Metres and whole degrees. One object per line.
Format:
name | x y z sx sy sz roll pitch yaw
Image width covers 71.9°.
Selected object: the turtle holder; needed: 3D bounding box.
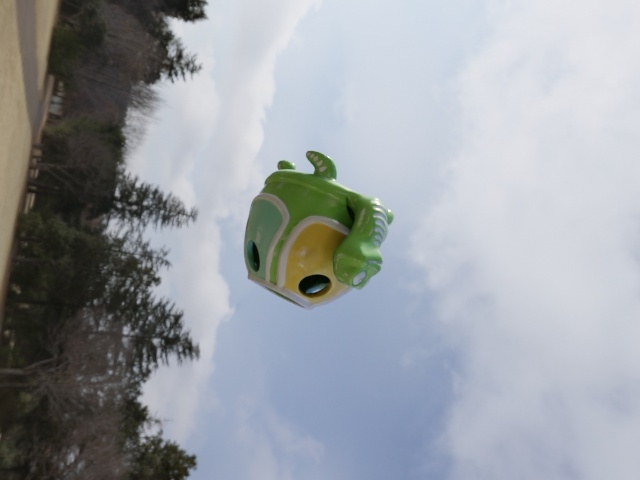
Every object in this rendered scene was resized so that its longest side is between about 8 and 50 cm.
turtle holder | 0.003 0.006 0.774 0.320 0.243 0.228 20 -104 33
